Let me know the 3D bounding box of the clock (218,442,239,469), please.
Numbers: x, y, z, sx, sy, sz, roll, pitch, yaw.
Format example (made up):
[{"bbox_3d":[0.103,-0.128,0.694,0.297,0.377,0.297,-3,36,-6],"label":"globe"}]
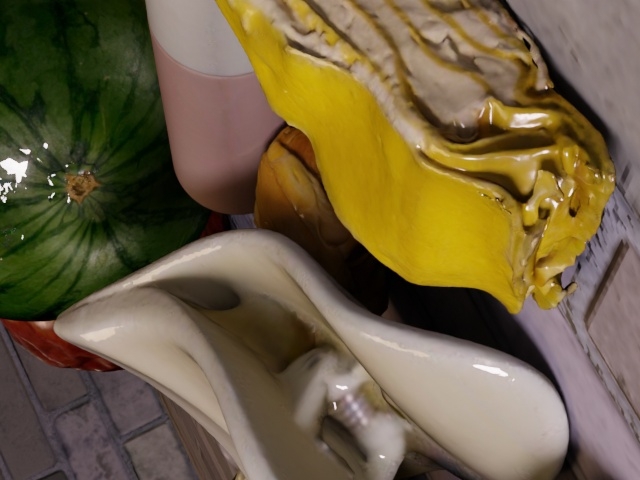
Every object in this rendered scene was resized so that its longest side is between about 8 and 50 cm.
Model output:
[{"bbox_3d":[-0.038,0.132,1.255,0.117,0.080,0.176,67,170,-10],"label":"clock"}]

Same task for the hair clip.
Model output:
[{"bbox_3d":[0.001,0.075,0.770,0.172,0.113,0.282,45,171,-19],"label":"hair clip"}]

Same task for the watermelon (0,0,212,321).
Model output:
[{"bbox_3d":[-0.178,-0.068,1.054,0.242,0.242,0.242,61,169,20],"label":"watermelon"}]

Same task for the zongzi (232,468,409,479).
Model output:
[{"bbox_3d":[0.021,0.209,1.145,0.145,0.300,0.274,26,115,20],"label":"zongzi"}]

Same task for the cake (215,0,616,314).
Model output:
[{"bbox_3d":[0.021,-0.057,0.538,0.116,0.080,0.185,127,122,-81],"label":"cake"}]

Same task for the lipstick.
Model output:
[{"bbox_3d":[-0.041,-0.090,0.776,0.070,0.070,0.254,61,169,19],"label":"lipstick"}]

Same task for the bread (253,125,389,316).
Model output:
[{"bbox_3d":[0.000,0.000,0.831,0.074,0.053,0.132,59,166,23],"label":"bread"}]

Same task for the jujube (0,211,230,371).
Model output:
[{"bbox_3d":[-0.153,0.018,1.275,0.183,0.183,0.243,63,175,12],"label":"jujube"}]
